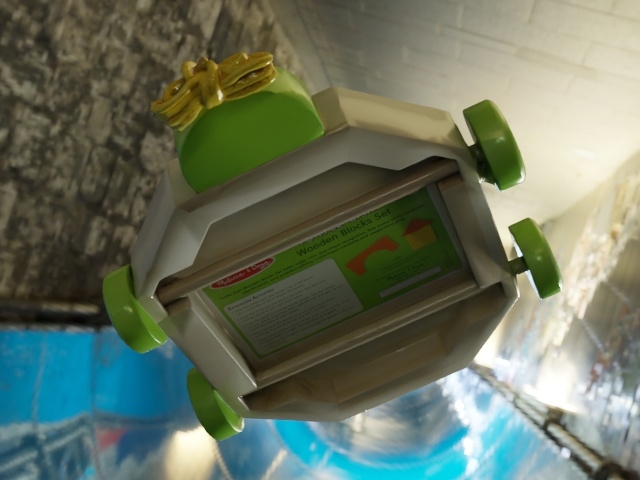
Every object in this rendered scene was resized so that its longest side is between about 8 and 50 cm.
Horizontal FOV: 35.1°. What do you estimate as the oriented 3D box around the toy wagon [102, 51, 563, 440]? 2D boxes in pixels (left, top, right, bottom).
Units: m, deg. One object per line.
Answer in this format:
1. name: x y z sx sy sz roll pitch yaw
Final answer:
1. toy wagon: 0.000 0.000 0.638 0.344 0.267 0.068 59 -172 -46
